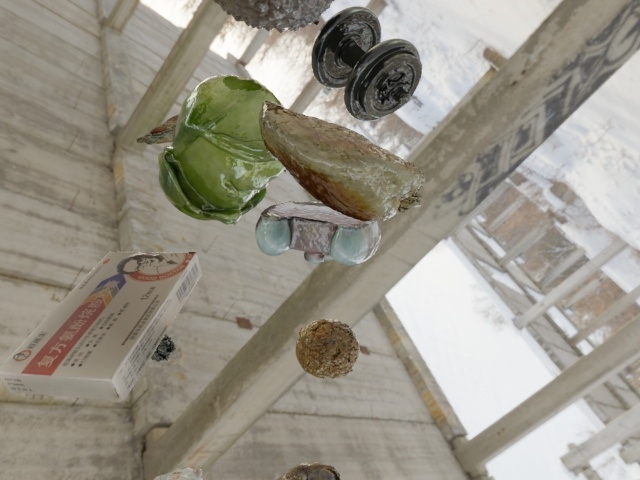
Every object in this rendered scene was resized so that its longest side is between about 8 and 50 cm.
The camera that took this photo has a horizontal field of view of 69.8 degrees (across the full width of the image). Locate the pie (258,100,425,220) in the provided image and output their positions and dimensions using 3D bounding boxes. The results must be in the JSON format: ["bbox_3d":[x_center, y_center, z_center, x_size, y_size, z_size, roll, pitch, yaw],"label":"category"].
[{"bbox_3d":[0.009,-0.077,0.446,0.163,0.079,0.193,29,-175,-27],"label":"pie"}]

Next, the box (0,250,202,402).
[{"bbox_3d":[-0.397,0.143,0.887,0.214,0.069,0.353,0,-148,10],"label":"box"}]

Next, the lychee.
[{"bbox_3d":[-0.091,-0.549,0.864,0.300,0.300,0.300,36,-158,-16],"label":"lychee"}]

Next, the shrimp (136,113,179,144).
[{"bbox_3d":[-0.403,-0.299,1.237,0.101,0.190,0.042,82,168,-66],"label":"shrimp"}]

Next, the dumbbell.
[{"bbox_3d":[0.095,-0.383,1.006,0.192,0.192,0.290,11,-144,-54],"label":"dumbbell"}]

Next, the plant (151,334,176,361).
[{"bbox_3d":[-0.563,0.355,1.550,0.143,0.092,0.094,9,-176,12],"label":"plant"}]

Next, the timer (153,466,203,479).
[{"bbox_3d":[-0.393,0.703,1.109,0.291,0.291,0.315,39,-141,-9],"label":"timer"}]

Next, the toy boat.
[{"bbox_3d":[0.000,0.000,0.600,0.155,0.085,0.227,4,-169,7],"label":"toy boat"}]

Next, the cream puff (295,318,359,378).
[{"bbox_3d":[0.022,0.266,1.119,0.165,0.115,0.150,-26,-88,-25],"label":"cream puff"}]

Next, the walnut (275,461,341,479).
[{"bbox_3d":[-0.045,0.668,1.182,0.238,0.141,0.204,52,-127,-26],"label":"walnut"}]

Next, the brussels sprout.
[{"bbox_3d":[-0.170,-0.168,0.858,0.227,0.259,0.294,32,-141,-27],"label":"brussels sprout"}]
